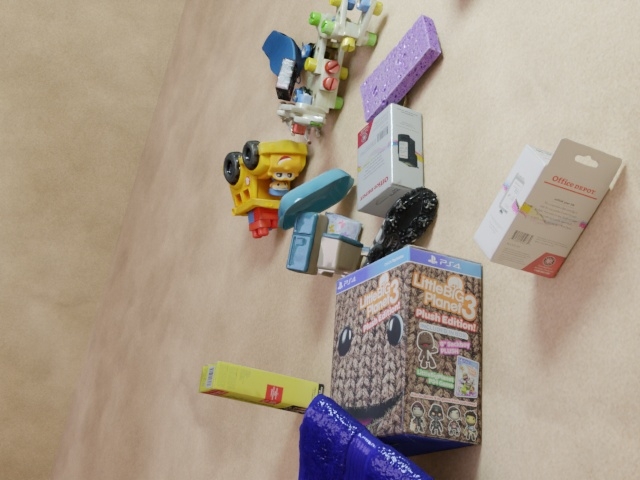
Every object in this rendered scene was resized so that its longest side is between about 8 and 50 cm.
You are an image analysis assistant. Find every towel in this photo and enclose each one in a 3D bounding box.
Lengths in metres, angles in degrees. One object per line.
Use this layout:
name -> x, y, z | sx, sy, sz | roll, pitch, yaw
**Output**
towel -> 0.078, 0.393, 1.433 | 0.308, 0.076, 0.228 | 30, 134, 41

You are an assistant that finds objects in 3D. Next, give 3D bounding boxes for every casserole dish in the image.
casserole dish -> -0.016, -0.088, 1.967 | 0.037, 0.188, 0.114 | 54, 159, 19

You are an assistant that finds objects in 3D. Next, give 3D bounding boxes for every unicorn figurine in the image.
unicorn figurine -> -0.045, -0.271, 2.213 | 0.060, 0.162, 0.111 | -29, 50, 8

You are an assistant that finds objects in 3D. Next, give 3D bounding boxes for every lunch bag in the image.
lunch bag -> 0.042, -0.013, 1.942 | 0.083, 0.053, 0.071 | 20, 95, 39

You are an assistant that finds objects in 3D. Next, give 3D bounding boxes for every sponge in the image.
sponge -> 0.152, -0.329, 1.876 | 0.210, 0.031, 0.117 | -48, 32, 36

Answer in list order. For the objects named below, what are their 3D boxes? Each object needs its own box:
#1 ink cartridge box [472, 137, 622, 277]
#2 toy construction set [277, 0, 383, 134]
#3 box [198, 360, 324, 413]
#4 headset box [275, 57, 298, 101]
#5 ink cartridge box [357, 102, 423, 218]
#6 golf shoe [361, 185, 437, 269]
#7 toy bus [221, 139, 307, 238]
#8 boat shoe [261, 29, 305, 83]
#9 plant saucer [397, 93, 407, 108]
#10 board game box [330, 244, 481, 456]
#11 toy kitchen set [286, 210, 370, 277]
ink cartridge box -> 0.313, -0.055, 1.334 | 0.198, 0.115, 0.067 | -63, 28, 23
toy construction set -> 0.017, -0.369, 2.089 | 0.328, 0.151, 0.215 | -66, 22, -4
box -> -0.115, 0.290, 1.895 | 0.087, 0.232, 0.058 | -24, 53, 58
headset box -> -0.076, -0.355, 2.158 | 0.062, 0.032, 0.083 | 77, -153, -72
ink cartridge box -> 0.129, -0.146, 1.809 | 0.127, 0.072, 0.175 | -37, 45, 53
golf shoe -> 0.135, -0.012, 1.720 | 0.198, 0.077, 0.094 | -55, 1, 3
toy bus -> -0.124, -0.118, 2.255 | 0.220, 0.149, 0.211 | -24, 69, 56
boat shoe -> -0.070, -0.454, 2.375 | 0.109, 0.089, 0.258 | -50, 28, 20
plant saucer -> 0.149, -0.264, 1.896 | 0.083, 0.015, 0.083 | -40, 42, 50
board game box -> 0.133, 0.186, 1.547 | 0.232, 0.141, 0.291 | -31, 50, 56
toy kitchen set -> 0.000, 0.000, 1.831 | 0.207, 0.166, 0.122 | 7, 82, 36
